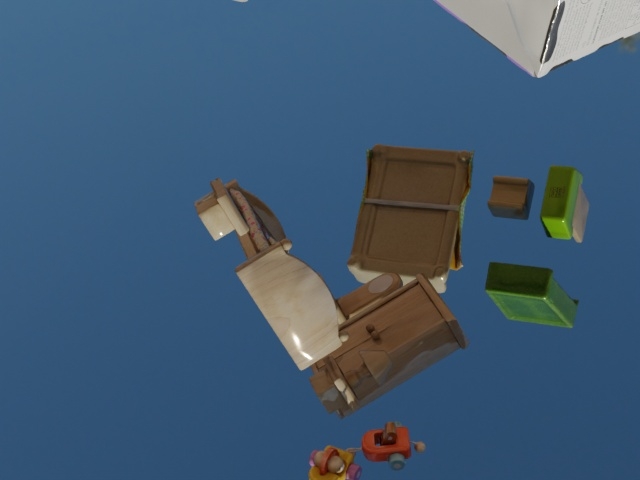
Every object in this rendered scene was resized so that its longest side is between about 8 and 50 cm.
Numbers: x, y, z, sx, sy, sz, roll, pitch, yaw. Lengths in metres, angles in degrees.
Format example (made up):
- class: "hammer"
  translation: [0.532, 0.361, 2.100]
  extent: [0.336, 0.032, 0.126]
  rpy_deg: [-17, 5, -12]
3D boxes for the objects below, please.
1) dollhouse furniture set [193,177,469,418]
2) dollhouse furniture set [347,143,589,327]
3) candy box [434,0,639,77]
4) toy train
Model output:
- class: "dollhouse furniture set"
  translation: [0.000, 0.000, 1.321]
  extent: [0.174, 0.355, 0.303]
  rpy_deg: [-31, -150, 0]
- class: "dollhouse furniture set"
  translation: [0.208, -0.009, 1.664]
  extent: [0.302, 0.151, 0.197]
  rpy_deg: [7, -104, 25]
- class: "candy box"
  translation: [0.150, -0.198, 0.727]
  extent: [0.196, 0.070, 0.165]
  rpy_deg: [-26, -126, -29]
- class: "toy train"
  translation: [0.046, 0.247, 1.245]
  extent: [0.125, 0.046, 0.166]
  rpy_deg: [-3, -142, 7]
